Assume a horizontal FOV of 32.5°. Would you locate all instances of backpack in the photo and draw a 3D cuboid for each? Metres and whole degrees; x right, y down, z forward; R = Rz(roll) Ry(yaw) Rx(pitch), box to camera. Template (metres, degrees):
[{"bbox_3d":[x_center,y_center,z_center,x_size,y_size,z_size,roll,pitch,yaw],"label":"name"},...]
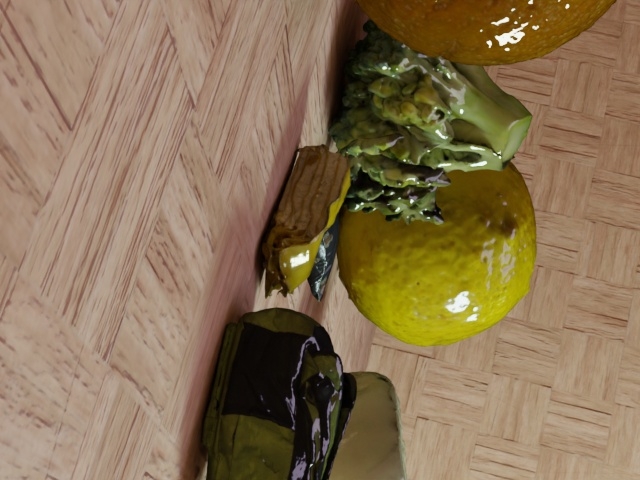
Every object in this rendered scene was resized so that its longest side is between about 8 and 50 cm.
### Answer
[{"bbox_3d":[-0.045,0.202,1.144,0.207,0.140,0.253,61,39,-76],"label":"backpack"}]

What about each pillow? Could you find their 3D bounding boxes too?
[{"bbox_3d":[0.001,0.000,1.497,0.150,0.048,0.090,92,15,-46],"label":"pillow"}]

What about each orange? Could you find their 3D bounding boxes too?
[{"bbox_3d":[0.169,-0.344,1.097,0.357,0.322,0.322,-77,176,-54],"label":"orange"}]

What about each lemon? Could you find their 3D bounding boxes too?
[{"bbox_3d":[0.194,0.008,1.833,0.350,0.349,0.387,-65,158,-58],"label":"lemon"}]

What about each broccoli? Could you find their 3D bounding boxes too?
[{"bbox_3d":[0.126,-0.191,1.502,0.324,0.272,0.334,-11,130,-39],"label":"broccoli"}]

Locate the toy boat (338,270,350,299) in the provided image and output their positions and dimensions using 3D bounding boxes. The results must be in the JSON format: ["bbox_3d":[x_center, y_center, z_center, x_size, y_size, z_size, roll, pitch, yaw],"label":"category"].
[{"bbox_3d":[0.088,-0.001,2.014,0.068,0.088,0.226,-48,151,-74],"label":"toy boat"}]

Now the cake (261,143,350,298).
[{"bbox_3d":[-0.014,-0.014,1.254,0.185,0.079,0.116,-76,172,-46],"label":"cake"}]

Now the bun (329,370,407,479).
[{"bbox_3d":[0.035,0.380,1.763,0.360,0.211,0.360,-4,90,-86],"label":"bun"}]
